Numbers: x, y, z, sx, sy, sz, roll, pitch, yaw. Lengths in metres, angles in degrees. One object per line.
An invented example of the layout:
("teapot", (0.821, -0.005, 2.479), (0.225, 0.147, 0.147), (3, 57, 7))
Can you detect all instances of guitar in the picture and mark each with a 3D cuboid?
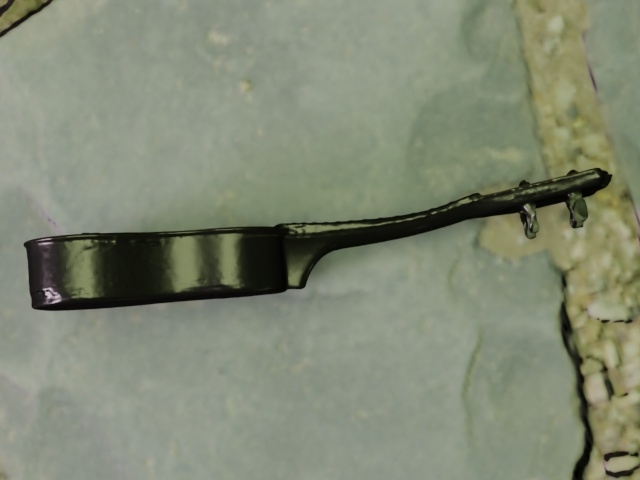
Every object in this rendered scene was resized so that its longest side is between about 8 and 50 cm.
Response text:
("guitar", (0.001, 0.002, 0.823), (0.271, 0.084, 0.038), (-7, 87, 1))
